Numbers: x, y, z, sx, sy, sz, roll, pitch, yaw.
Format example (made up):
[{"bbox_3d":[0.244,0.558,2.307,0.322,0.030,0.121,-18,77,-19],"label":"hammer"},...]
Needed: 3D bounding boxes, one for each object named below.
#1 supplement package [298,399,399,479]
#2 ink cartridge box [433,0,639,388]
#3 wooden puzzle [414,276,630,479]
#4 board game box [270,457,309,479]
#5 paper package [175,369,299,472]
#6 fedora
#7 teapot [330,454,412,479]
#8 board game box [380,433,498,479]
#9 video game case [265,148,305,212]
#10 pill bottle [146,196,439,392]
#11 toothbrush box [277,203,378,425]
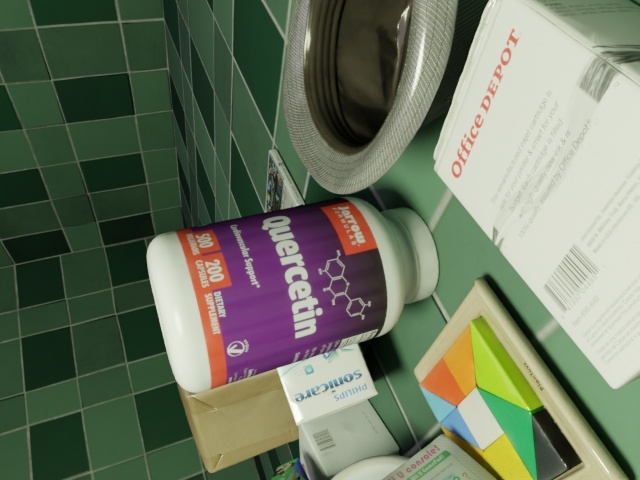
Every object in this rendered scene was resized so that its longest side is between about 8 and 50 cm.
[{"bbox_3d":[0.047,0.428,0.923,0.139,0.134,0.243,-131,34,-53],"label":"supplement package"},{"bbox_3d":[0.181,-0.045,0.329,0.158,0.092,0.217,100,148,-48],"label":"ink cartridge box"},{"bbox_3d":[0.182,0.190,0.545,0.238,0.044,0.220,101,149,-49],"label":"wooden puzzle"},{"bbox_3d":[0.002,0.507,0.735,0.317,0.046,0.213,62,-173,5],"label":"board game box"},{"bbox_3d":[-0.146,0.291,1.098,0.325,0.310,0.168,-157,54,-67],"label":"paper package"},{"bbox_3d":[0.070,-0.186,0.489,0.243,0.125,0.275,55,143,41],"label":"fedora"},{"bbox_3d":[0.101,0.424,0.672,0.256,0.253,0.187,-98,-13,-45],"label":"teapot"},{"bbox_3d":[0.135,0.345,0.430,0.303,0.224,0.097,35,137,46],"label":"board game box"},{"bbox_3d":[-0.081,-0.074,1.120,0.190,0.022,0.173,101,149,-50],"label":"video game case"},{"bbox_3d":[-0.028,0.050,0.610,0.181,0.323,0.181,166,90,-70],"label":"pill bottle"},{"bbox_3d":[-0.023,0.120,0.817,0.216,0.126,0.295,74,175,-77],"label":"toothbrush box"}]
